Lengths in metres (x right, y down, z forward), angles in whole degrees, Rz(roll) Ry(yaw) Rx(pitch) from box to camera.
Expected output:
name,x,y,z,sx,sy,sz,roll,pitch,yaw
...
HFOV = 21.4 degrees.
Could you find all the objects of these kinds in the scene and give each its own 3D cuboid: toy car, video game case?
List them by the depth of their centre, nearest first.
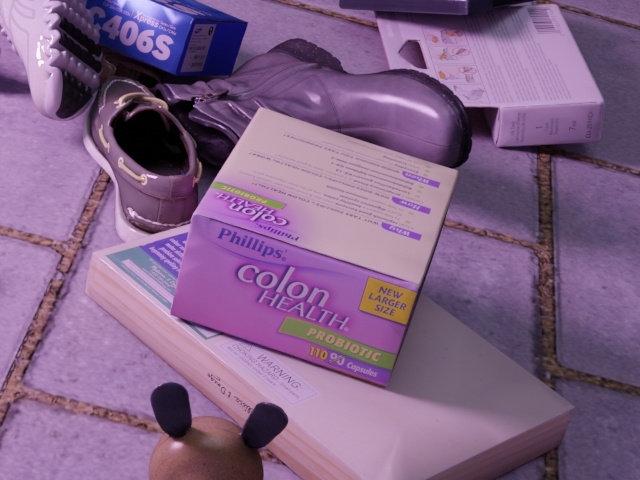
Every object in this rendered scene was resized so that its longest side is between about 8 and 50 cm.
name,x,y,z,sx,sy,sz,roll,pitch,yaw
toy car,-0.089,0.194,1.289,0.155,0.188,0.149,11,31,-7
video game case,0.179,-0.339,2.350,0.196,0.026,0.274,8,17,31

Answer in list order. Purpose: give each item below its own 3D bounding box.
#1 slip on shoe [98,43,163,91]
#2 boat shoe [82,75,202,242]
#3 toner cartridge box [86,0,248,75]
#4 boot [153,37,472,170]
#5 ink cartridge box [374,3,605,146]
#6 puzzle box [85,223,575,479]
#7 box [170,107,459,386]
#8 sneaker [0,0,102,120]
name,x,y,z,sx,sy,sz,roll,pitch,yaw
slip on shoe,-0.251,-0.200,2.000,0.135,0.051,0.041,12,23,-21
boat shoe,-0.187,-0.103,1.827,0.109,0.091,0.305,4,33,-20
toner cartridge box,-0.277,-0.296,2.067,0.348,0.075,0.165,24,12,17
boot,-0.015,-0.123,1.906,0.223,0.118,0.338,-25,31,-38
ink cartridge box,0.213,-0.221,2.229,0.261,0.066,0.296,-2,32,-4
puzzle box,0.005,0.102,1.618,0.272,0.052,0.409,-18,44,-42
box,0.000,0.000,1.617,0.214,0.117,0.243,18,29,4
sneaker,-0.322,-0.255,1.922,0.118,0.110,0.292,-18,61,14
